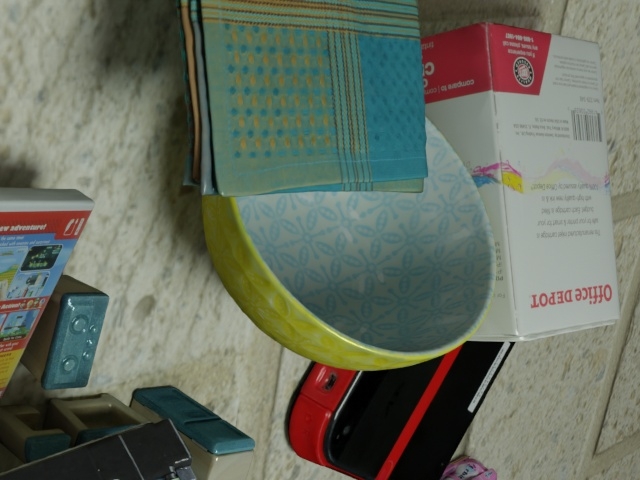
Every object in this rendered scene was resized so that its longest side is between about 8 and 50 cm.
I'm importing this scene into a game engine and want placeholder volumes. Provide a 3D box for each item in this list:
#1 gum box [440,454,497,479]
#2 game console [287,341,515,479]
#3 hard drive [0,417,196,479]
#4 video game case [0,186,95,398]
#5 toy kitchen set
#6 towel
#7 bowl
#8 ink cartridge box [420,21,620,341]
[{"bbox_3d":[0.176,0.394,1.548,0.107,0.062,0.188,-19,124,-43],"label":"gum box"},{"bbox_3d":[0.135,0.119,1.359,0.386,0.060,0.342,-60,146,-4],"label":"game console"},{"bbox_3d":[-0.271,0.263,0.848,0.339,0.064,0.237,-16,148,-31],"label":"hard drive"},{"bbox_3d":[-0.281,0.091,0.792,0.285,0.025,0.204,-61,161,13],"label":"video game case"},{"bbox_3d":[-0.152,0.121,0.961,0.207,0.122,0.166,2,109,-50],"label":"toy kitchen set"},{"bbox_3d":[-0.013,-0.217,0.889,0.271,0.040,0.370,-3,88,-49],"label":"towel"},{"bbox_3d":[0.000,0.000,1.016,0.289,0.289,0.156,-16,165,-44],"label":"bowl"},{"bbox_3d":[0.197,-0.056,1.170,0.226,0.131,0.306,-1,88,-49],"label":"ink cartridge box"}]
